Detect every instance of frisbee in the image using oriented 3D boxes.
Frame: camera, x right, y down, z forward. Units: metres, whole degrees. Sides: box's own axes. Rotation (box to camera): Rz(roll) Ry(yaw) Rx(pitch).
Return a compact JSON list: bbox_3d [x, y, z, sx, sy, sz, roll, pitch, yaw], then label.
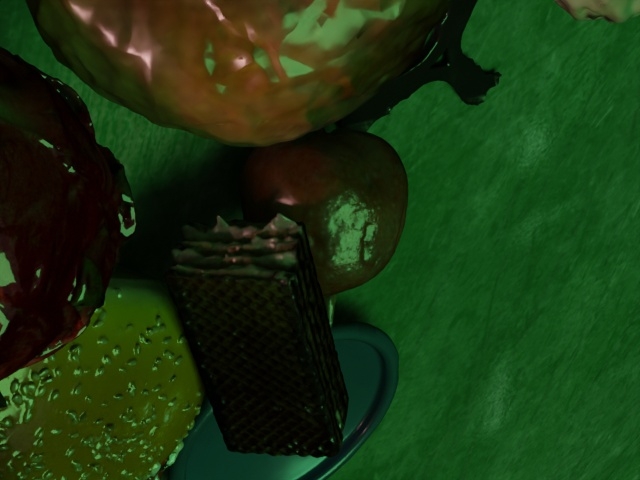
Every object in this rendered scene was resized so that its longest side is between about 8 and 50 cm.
[{"bbox_3d":[0.115,-0.162,1.220,0.211,0.012,0.187,-50,147,9],"label":"frisbee"},{"bbox_3d":[-0.043,0.189,1.403,0.289,0.049,0.289,-24,141,-22],"label":"frisbee"}]

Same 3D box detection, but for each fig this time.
[{"bbox_3d":[-0.046,-0.211,0.840,0.286,0.286,0.368,-50,-178,9],"label":"fig"}]

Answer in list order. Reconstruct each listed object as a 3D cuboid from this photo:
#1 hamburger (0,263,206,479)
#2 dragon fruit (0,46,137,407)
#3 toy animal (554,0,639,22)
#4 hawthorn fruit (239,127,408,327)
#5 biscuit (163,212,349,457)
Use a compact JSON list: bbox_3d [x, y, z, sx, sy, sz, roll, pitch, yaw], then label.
[{"bbox_3d":[-0.214,0.122,1.065,0.295,0.151,0.227,6,120,-47],"label":"hamburger"},{"bbox_3d":[-0.261,-0.013,0.776,0.299,0.244,0.244,4,130,-13],"label":"dragon fruit"},{"bbox_3d":[0.202,-0.274,1.068,0.308,0.188,0.266,-33,116,-34],"label":"toy animal"},{"bbox_3d":[0.009,-0.015,1.107,0.149,0.189,0.149,-13,162,-4],"label":"hawthorn fruit"},{"bbox_3d":[-0.047,0.083,1.087,0.070,0.106,0.252,-75,160,-44],"label":"biscuit"}]
